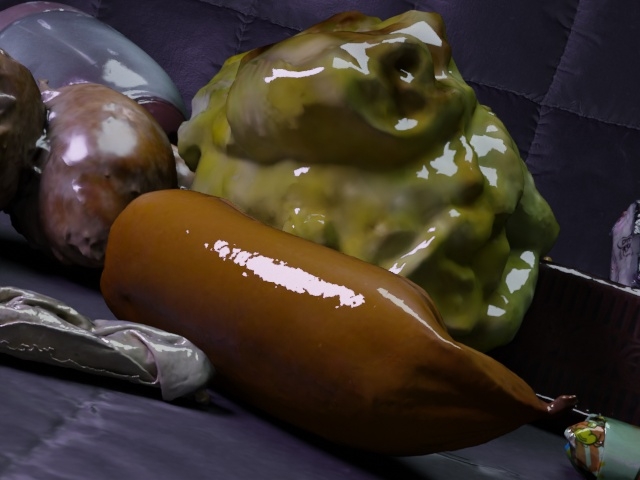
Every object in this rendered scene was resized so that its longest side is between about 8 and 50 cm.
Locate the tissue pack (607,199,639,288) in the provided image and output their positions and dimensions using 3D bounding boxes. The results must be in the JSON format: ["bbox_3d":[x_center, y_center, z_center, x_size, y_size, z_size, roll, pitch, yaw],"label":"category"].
[{"bbox_3d":[0.619,0.092,1.493,0.332,0.123,0.245,28,37,-2],"label":"tissue pack"}]

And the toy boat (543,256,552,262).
[{"bbox_3d":[0.507,0.125,1.558,0.317,0.099,0.141,20,9,-4],"label":"toy boat"}]

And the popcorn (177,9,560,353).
[{"bbox_3d":[0.041,-0.032,0.756,0.312,0.312,0.312,17,5,-2],"label":"popcorn"}]

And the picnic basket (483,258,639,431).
[{"bbox_3d":[0.281,0.109,0.817,0.296,0.129,0.222,20,4,17],"label":"picnic basket"}]

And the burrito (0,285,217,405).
[{"bbox_3d":[-0.147,0.051,0.518,0.185,0.041,0.045,18,-4,-16],"label":"burrito"}]

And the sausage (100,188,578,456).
[{"bbox_3d":[-0.008,0.054,0.553,0.328,0.112,0.112,21,7,36],"label":"sausage"}]

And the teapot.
[{"bbox_3d":[-0.259,-0.117,1.142,0.312,0.233,0.315,33,-12,42],"label":"teapot"}]

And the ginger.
[{"bbox_3d":[-0.255,-0.066,0.765,0.375,0.176,0.256,15,23,-37],"label":"ginger"}]

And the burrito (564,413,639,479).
[{"bbox_3d":[0.295,0.173,0.637,0.287,0.054,0.104,16,3,0],"label":"burrito"}]
